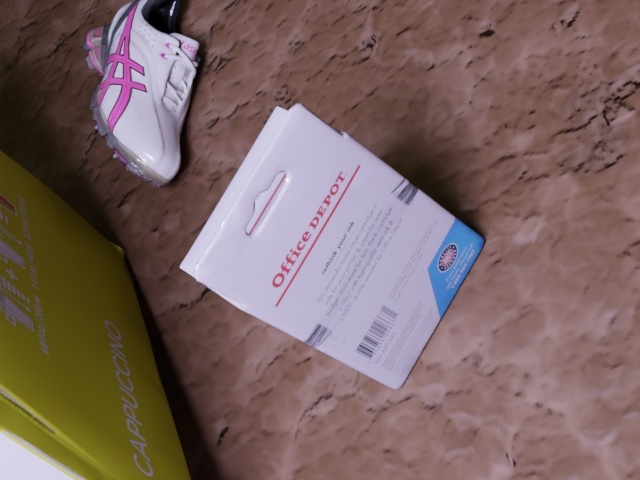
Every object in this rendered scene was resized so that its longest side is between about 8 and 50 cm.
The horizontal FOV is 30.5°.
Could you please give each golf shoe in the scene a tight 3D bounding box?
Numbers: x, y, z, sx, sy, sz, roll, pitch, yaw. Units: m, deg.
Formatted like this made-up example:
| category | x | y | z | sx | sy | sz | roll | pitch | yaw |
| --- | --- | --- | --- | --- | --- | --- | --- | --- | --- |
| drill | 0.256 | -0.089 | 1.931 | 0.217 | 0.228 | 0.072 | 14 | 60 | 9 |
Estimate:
| category | x | y | z | sx | sy | sz | roll | pitch | yaw |
| --- | --- | --- | --- | --- | --- | --- | --- | --- | --- |
| golf shoe | -0.130 | -0.122 | 0.897 | 0.086 | 0.067 | 0.186 | -34 | 49 | 20 |

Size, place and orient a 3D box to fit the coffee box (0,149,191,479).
| category | x | y | z | sx | sy | sz | roll | pitch | yaw |
| --- | --- | --- | --- | --- | --- | --- | --- | --- | --- |
| coffee box | -0.317 | 0.101 | 0.686 | 0.334 | 0.338 | 0.337 | -41 | 35 | 8 |

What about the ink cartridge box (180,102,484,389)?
| category | x | y | z | sx | sy | sz | roll | pitch | yaw |
| --- | --- | --- | --- | --- | --- | --- | --- | --- | --- |
| ink cartridge box | 0.000 | 0.000 | 0.638 | 0.060 | 0.180 | 0.104 | 29 | 87 | 45 |
